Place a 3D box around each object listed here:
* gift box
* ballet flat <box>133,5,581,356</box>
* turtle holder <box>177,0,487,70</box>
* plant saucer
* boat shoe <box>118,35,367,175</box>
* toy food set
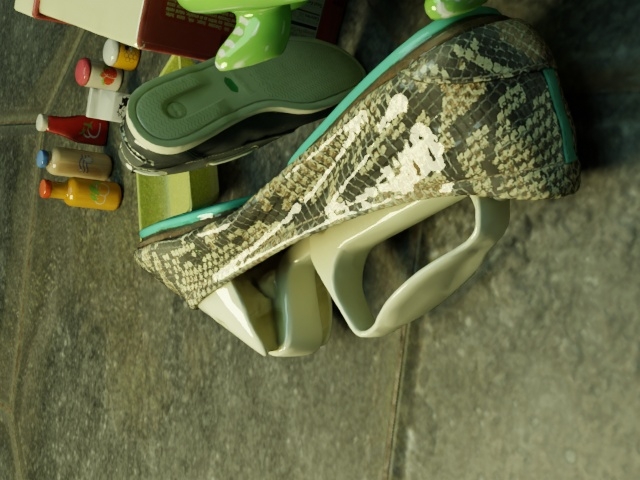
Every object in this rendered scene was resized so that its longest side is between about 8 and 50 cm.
[{"bbox_3d":[-0.116,-0.310,0.811,0.258,0.255,0.276,25,102,42],"label":"gift box"},{"bbox_3d":[0.000,0.000,0.702,0.483,0.164,0.182,-27,81,45],"label":"ballet flat"},{"bbox_3d":[0.030,-0.268,0.560,0.320,0.243,0.227,-3,118,29],"label":"turtle holder"},{"bbox_3d":[-0.163,-0.092,0.977,0.188,0.045,0.188,-32,61,58],"label":"plant saucer"},{"bbox_3d":[-0.064,-0.115,0.734,0.084,0.233,0.079,57,149,16],"label":"boat shoe"},{"bbox_3d":[-0.322,-0.164,1.161,0.111,0.105,0.232,17,99,52],"label":"toy food set"}]
